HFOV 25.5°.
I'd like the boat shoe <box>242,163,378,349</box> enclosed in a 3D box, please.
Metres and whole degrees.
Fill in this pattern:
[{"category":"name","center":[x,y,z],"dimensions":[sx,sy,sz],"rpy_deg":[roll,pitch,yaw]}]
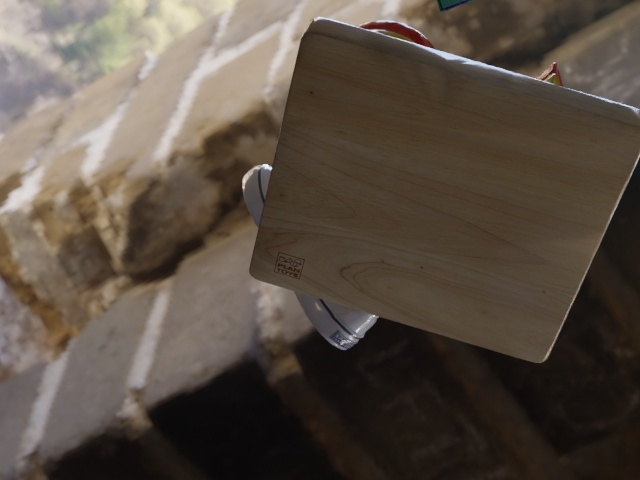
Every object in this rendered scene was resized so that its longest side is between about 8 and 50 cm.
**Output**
[{"category":"boat shoe","center":[0.000,0.000,1.520],"dimensions":[0.095,0.084,0.258],"rpy_deg":[26,27,-52]}]

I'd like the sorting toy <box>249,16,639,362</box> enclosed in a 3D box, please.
[{"category":"sorting toy","center":[0.096,-0.051,1.115],"dimensions":[0.089,0.257,0.255],"rpy_deg":[-71,177,-47]}]

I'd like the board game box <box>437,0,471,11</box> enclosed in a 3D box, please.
[{"category":"board game box","center":[0.114,-0.266,0.871],"dimensions":[0.210,0.160,0.047],"rpy_deg":[68,28,-14]}]
